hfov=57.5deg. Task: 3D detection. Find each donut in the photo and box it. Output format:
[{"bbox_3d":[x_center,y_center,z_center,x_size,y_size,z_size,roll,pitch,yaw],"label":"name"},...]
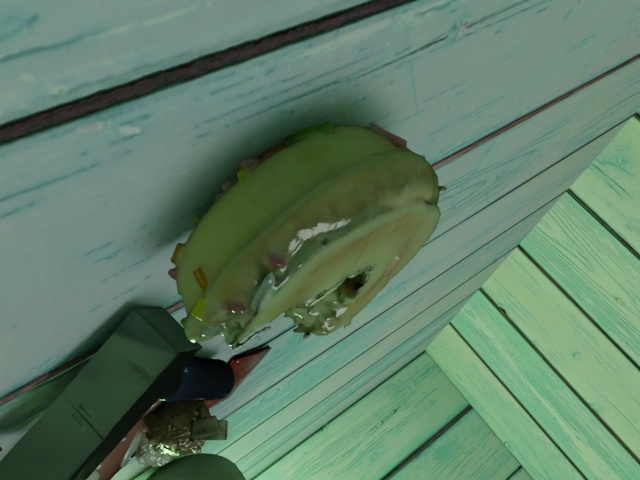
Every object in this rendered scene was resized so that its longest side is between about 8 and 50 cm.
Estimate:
[{"bbox_3d":[0.002,-0.006,0.709,0.307,0.150,0.371,-44,160,12],"label":"donut"}]

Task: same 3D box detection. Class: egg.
[{"bbox_3d":[-0.327,0.678,1.416,0.278,0.278,0.336,-50,163,28],"label":"egg"}]

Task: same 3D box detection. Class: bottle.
[{"bbox_3d":[-0.213,0.216,0.929,0.244,0.072,0.082,43,61,-71],"label":"bottle"}]

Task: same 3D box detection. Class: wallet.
[{"bbox_3d":[-0.185,0.288,1.210,0.103,0.020,0.196,-14,149,-52],"label":"wallet"}]

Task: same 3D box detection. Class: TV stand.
[{"bbox_3d":[-0.273,0.208,0.723,0.269,0.083,0.088,-49,168,4],"label":"TV stand"}]

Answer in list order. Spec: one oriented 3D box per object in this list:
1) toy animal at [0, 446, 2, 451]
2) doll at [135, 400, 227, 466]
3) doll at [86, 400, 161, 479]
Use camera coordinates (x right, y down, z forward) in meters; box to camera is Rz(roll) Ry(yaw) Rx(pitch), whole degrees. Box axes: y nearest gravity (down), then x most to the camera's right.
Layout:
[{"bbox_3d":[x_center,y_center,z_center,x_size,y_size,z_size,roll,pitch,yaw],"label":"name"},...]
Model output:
[{"bbox_3d":[-0.486,0.306,0.660,0.276,0.054,0.149,-36,164,-17],"label":"toy animal"},{"bbox_3d":[-0.252,0.326,1.014,0.105,0.114,0.221,29,140,-30],"label":"doll"},{"bbox_3d":[-0.332,0.314,0.879,0.211,0.093,0.262,-50,175,29],"label":"doll"}]
